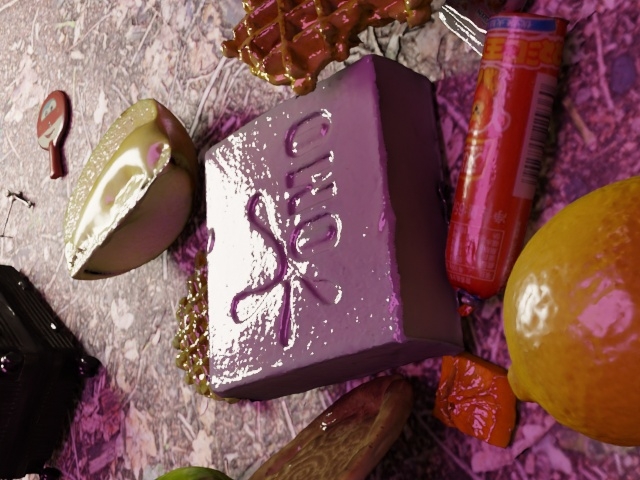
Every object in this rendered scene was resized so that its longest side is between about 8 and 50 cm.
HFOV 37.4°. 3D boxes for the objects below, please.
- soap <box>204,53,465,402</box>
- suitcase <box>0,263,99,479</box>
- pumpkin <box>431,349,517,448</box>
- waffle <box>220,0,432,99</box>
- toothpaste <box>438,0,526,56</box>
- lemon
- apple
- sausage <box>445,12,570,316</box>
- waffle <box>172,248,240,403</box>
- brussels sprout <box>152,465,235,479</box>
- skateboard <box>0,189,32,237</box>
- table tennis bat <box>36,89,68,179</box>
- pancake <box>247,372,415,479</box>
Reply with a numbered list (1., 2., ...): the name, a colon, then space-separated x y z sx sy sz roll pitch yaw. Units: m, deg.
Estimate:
1. soap: 0.000 0.000 0.978 0.285 0.107 0.296 -25 61 42
2. suitcase: -0.504 0.197 1.461 0.335 0.152 0.230 38 110 45
3. pumpkin: 0.136 0.141 0.875 0.101 0.035 0.073 18 95 48
4. waffle: 0.033 -0.265 0.947 0.300 0.058 0.282 -9 51 39
5. toothpaste: 0.196 -0.297 0.866 0.096 0.061 0.266 53 128 36
6. lemon: 0.234 0.049 0.680 0.244 0.187 0.187 -44 55 28
7. apple: -0.241 -0.074 1.244 0.265 0.120 0.193 -45 43 30
8. sausage: 0.161 -0.064 0.851 0.074 0.074 0.274 15 96 46
9. waffle: -0.126 0.102 1.155 0.169 0.036 0.183 18 97 48
10. brussels sprout: -0.143 0.335 1.070 0.180 0.144 0.161 26 142 39
11. skateboard: -0.515 -0.037 1.588 0.064 0.032 0.083 28 102 34
12. table tennis bat: -0.431 -0.171 1.527 0.098 0.019 0.155 -29 61 40
13. pancake: -0.013 0.220 0.903 0.031 0.250 0.250 50 128 -5
